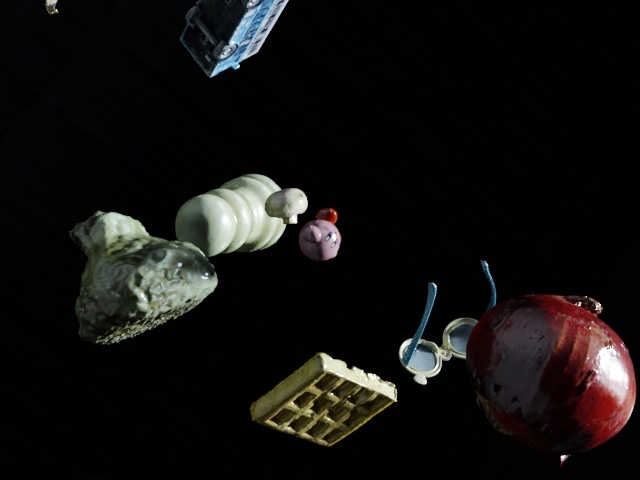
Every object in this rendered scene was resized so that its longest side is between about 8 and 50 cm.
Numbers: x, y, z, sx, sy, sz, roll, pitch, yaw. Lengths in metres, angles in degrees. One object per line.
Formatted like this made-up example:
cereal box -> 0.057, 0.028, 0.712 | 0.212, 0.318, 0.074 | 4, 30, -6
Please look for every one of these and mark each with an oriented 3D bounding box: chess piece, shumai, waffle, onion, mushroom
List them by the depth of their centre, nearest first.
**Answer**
onion -> 0.356, 0.201, 1.642 | 0.276, 0.276, 0.276 | -43, -161, 18
shumai -> -0.311, 0.040, 1.739 | 0.261, 0.222, 0.225 | -22, 174, 40
mushroom -> -0.065, -0.063, 1.985 | 0.083, 0.067, 0.083 | -8, -178, 0
waffle -> 0.008, 0.347, 2.244 | 0.221, 0.248, 0.055 | -41, -137, 25
chess piece -> -0.208, -0.046, 2.332 | 0.182, 0.182, 0.330 | -42, 173, 19

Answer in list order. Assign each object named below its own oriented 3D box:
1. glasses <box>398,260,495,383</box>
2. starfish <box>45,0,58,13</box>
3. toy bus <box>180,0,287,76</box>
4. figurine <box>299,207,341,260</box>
glasses -> 0.227, 0.128, 1.887 | 0.190, 0.220, 0.088 | -20, -141, -25
starfish -> -0.470, -0.675, 2.213 | 0.132, 0.398, 0.384 | 20, -135, 35
toy bus -> -0.123, -0.402, 1.724 | 0.131, 0.106, 0.297 | -32, 170, -36
figurine -> 0.000, 0.000, 1.691 | 0.067, 0.083, 0.071 | -6, -137, 29
